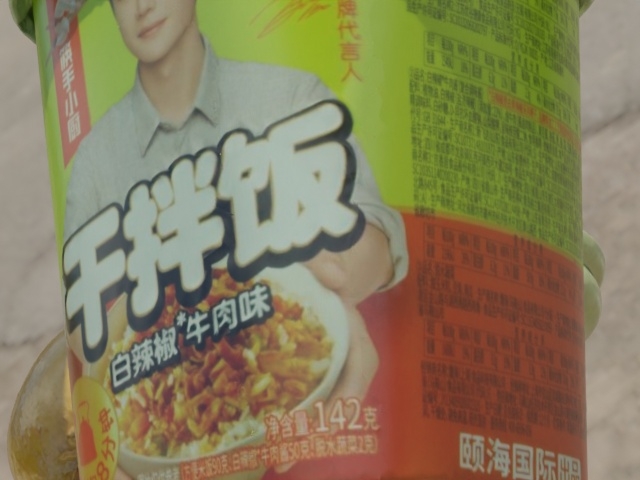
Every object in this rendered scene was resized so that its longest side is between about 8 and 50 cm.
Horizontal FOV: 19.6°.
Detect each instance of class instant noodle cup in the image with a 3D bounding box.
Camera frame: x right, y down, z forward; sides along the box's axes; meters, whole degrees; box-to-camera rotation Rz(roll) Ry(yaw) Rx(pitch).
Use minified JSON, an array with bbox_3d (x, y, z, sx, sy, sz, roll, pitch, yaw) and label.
[{"bbox_3d":[0.000,0.000,0.884,0.294,0.294,0.308,-20,66,42],"label":"instant noodle cup"}]

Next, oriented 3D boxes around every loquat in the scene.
[{"bbox_3d":[-0.108,0.105,1.055,0.141,0.141,0.141,-33,18,12],"label":"loquat"}]

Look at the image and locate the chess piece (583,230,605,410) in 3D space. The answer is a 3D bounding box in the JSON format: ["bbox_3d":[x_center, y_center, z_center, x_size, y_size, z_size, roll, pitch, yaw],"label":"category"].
[{"bbox_3d":[0.160,0.120,1.490,0.144,0.144,0.251,-24,46,35],"label":"chess piece"}]
